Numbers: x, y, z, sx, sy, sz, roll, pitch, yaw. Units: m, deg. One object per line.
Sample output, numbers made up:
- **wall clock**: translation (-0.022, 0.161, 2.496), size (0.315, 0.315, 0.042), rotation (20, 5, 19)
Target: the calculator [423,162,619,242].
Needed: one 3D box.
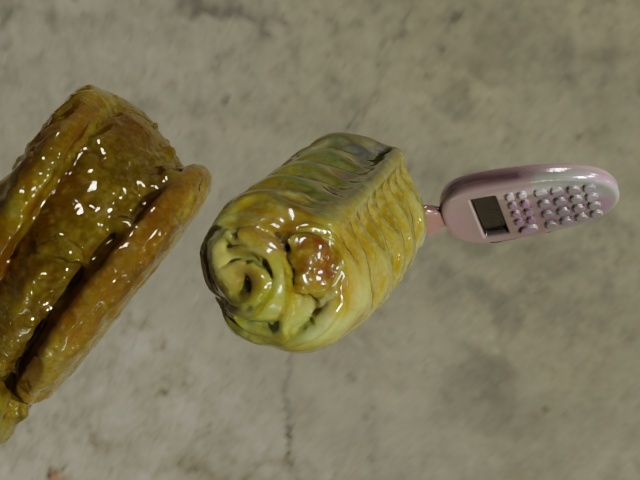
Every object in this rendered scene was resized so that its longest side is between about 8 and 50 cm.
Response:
- **calculator**: translation (0.150, -0.029, 1.551), size (0.166, 0.103, 0.024), rotation (-8, 65, 11)

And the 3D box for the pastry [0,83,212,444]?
- **pastry**: translation (-0.191, 0.006, 1.442), size (0.132, 0.235, 0.240), rotation (40, 31, -2)

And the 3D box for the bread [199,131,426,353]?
- **bread**: translation (-0.001, -0.001, 1.152), size (0.087, 0.269, 0.098), rotation (-22, 96, 16)
